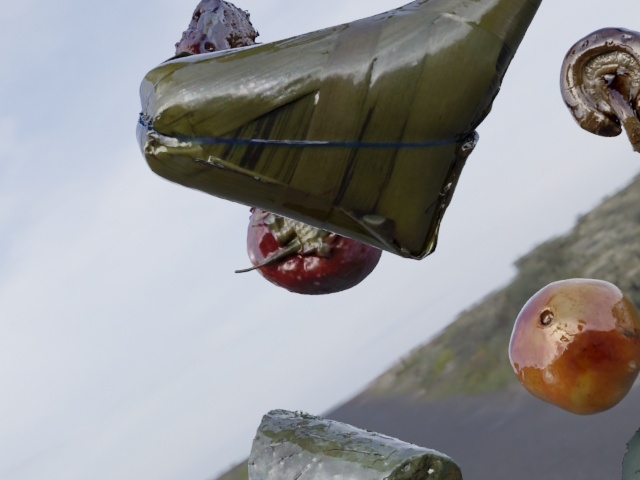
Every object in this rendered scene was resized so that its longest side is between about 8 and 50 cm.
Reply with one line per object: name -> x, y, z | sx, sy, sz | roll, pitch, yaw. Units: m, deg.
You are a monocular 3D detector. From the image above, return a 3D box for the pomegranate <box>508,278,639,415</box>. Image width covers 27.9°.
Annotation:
pomegranate -> 0.387, 0.162, 1.952 | 0.209, 0.209, 0.209 | -33, -7, -5

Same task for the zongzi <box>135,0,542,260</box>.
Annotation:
zongzi -> 0.019, -0.148, 0.962 | 0.123, 0.260, 0.289 | -112, 43, -67

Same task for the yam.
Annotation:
yam -> 0.021, 0.200, 1.069 | 0.183, 0.107, 0.107 | 5, 20, 37

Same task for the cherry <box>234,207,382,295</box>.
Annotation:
cherry -> 0.000, 0.000, 1.862 | 0.192, 0.175, 0.250 | -34, -30, 14

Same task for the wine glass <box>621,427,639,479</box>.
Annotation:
wine glass -> 0.522, 0.290, 1.475 | 0.323, 0.238, 0.238 | 4, -23, -21

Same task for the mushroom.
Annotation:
mushroom -> 0.372, -0.183, 1.602 | 0.135, 0.170, 0.080 | -26, -28, 27

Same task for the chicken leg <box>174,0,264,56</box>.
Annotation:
chicken leg -> -0.106, -0.194, 1.339 | 0.205, 0.093, 0.053 | -81, 12, -45
